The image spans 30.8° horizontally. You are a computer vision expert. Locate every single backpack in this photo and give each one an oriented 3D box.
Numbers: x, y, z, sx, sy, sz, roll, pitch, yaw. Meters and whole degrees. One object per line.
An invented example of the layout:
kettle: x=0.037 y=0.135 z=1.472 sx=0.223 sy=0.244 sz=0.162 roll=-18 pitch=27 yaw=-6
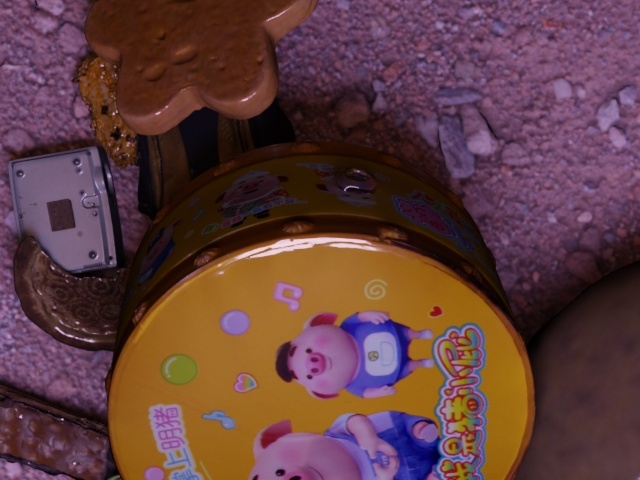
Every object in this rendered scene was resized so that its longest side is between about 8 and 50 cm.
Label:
backpack: x=-0.108 y=-0.050 z=1.314 sx=0.206 sy=0.133 sz=0.258 roll=-18 pitch=64 yaw=17

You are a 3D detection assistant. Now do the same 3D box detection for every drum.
drum: x=-0.003 y=0.121 z=1.180 sx=0.431 sy=0.214 sz=0.431 roll=-2 pitch=118 yaw=-3

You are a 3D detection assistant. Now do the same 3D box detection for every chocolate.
chocolate: x=-0.381 y=0.207 z=1.383 sx=0.329 sy=0.065 sz=0.102 roll=19 pitch=123 yaw=1

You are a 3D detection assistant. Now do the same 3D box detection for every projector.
projector: x=-0.303 y=-0.032 z=1.385 sx=0.115 sy=0.061 sz=0.147 roll=-10 pitch=90 yaw=0

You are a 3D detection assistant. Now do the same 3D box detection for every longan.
longan: x=0.375 y=0.213 z=1.224 sx=0.404 sy=0.336 sz=0.404 roll=0 pitch=77 yaw=1

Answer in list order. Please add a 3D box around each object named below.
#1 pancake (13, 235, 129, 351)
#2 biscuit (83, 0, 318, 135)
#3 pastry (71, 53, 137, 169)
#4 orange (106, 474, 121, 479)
pancake: x=-0.261 y=0.058 z=1.364 sx=0.190 sy=0.020 sz=0.184 roll=-17 pitch=117 yaw=5
biscuit: x=-0.137 y=-0.283 z=1.323 sx=0.275 sy=0.052 sz=0.355 roll=-11 pitch=62 yaw=12
pastry: x=-0.241 y=-0.161 z=1.385 sx=0.080 sy=0.056 sz=0.140 roll=-28 pitch=91 yaw=13
orange: x=-0.224 y=0.374 z=1.322 sx=0.237 sy=0.158 sz=0.179 roll=-35 pitch=45 yaw=-1
